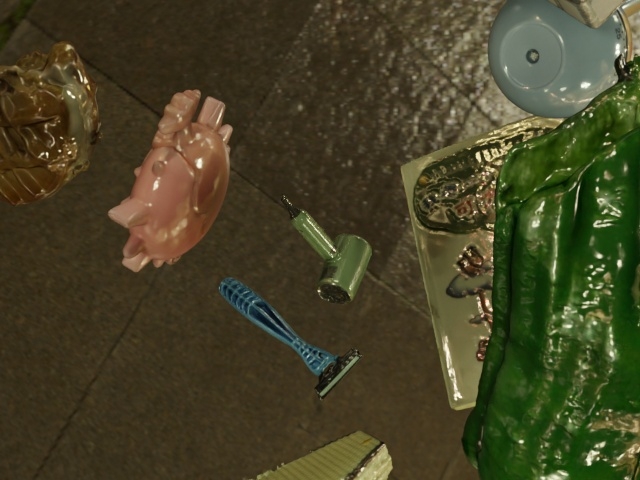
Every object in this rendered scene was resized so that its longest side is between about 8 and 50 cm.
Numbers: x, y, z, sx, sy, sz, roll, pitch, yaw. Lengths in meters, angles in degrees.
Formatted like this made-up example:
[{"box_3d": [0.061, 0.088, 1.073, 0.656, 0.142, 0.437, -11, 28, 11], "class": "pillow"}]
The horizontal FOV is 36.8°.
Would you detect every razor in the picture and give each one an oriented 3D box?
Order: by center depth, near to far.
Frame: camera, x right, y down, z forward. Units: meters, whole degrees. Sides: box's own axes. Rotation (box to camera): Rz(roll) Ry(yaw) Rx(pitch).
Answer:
[{"box_3d": [-0.054, 0.126, 1.336, 0.082, 0.253, 0.042, -48, 146, -12], "class": "razor"}]

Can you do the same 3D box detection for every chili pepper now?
[{"box_3d": [0.225, 0.040, 0.681, 0.213, 0.167, 0.384, -2, 113, -46], "class": "chili pepper"}]

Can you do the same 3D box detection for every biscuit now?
[{"box_3d": [-0.038, 0.276, 1.002, 0.252, 0.150, 0.052, -23, 96, -16], "class": "biscuit"}, {"box_3d": [-0.436, -0.176, 1.223, 0.115, 0.366, 0.268, -47, 159, -39], "class": "biscuit"}]

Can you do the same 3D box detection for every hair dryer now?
[{"box_3d": [0.000, 0.000, 1.043, 0.150, 0.047, 0.071, 51, 48, -37], "class": "hair dryer"}]

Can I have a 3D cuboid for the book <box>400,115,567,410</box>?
[{"box_3d": [0.260, 0.020, 1.304, 0.043, 0.260, 0.370, 33, 42, -57], "class": "book"}]

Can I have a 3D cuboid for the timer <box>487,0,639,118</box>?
[{"box_3d": [0.307, -0.213, 1.110, 0.256, 0.175, 0.175, 4, 95, -38], "class": "timer"}]

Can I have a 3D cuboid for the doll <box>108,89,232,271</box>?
[{"box_3d": [-0.165, -0.065, 1.126, 0.211, 0.093, 0.262, -53, 162, -34], "class": "doll"}]

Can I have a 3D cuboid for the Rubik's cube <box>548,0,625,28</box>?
[{"box_3d": [0.233, -0.391, 0.919, 0.237, 0.237, 0.238, -44, 137, 7], "class": "Rubik's cube"}]
